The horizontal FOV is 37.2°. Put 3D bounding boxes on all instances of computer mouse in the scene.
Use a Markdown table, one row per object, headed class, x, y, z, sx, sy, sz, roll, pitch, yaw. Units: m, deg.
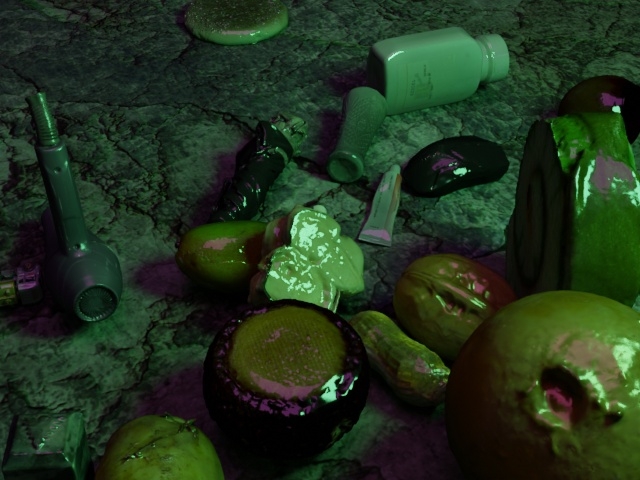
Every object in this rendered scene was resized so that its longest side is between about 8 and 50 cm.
| class | x | y | z | sx | sy | sz | roll | pitch | yaw |
| --- | --- | --- | --- | --- | --- | --- | --- | --- | --- |
| computer mouse | 0.261 | -0.153 | 1.838 | 0.217 | 0.073 | 0.122 | -17 | 45 | -25 |

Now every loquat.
| class | x | y | z | sx | sy | sz | roll | pitch | yaw |
| --- | --- | --- | --- | --- | --- | --- | --- | --- | --- |
| loquat | 0.314 | 0.219 | 1.194 | 0.328 | 0.328 | 0.328 | 1 | 39 | -1 |

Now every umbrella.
| class | x | y | z | sx | sy | sz | roll | pitch | yaw |
| --- | --- | --- | --- | --- | --- | --- | --- | --- | --- |
| umbrella | -0.129 | -0.123 | 1.762 | 0.106 | 0.113 | 0.358 | 30 | 43 | 0 |

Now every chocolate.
| class | x | y | z | sx | sy | sz | roll | pitch | yaw |
| --- | --- | --- | --- | --- | --- | --- | --- | --- | --- |
| chocolate | 0.562 | -0.251 | 1.919 | 0.176 | 0.177 | 0.177 | 1 | 39 | -1 |

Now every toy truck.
| class | x | y | z | sx | sy | sz | roll | pitch | yaw |
| --- | --- | --- | --- | --- | --- | --- | --- | --- | --- |
| toy truck | -0.514 | 0.081 | 1.549 | 0.123 | 0.052 | 0.063 | -9 | 45 | -11 |

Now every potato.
| class | x | y | z | sx | sy | sz | roll | pitch | yaw |
| --- | --- | --- | --- | --- | --- | --- | --- | --- | --- |
| potato | -0.198 | 0.339 | 1.172 | 0.173 | 0.140 | 0.300 | 21 | 34 | -25 |

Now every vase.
| class | x | y | z | sx | sy | sz | roll | pitch | yaw |
| --- | --- | --- | --- | --- | --- | --- | --- | --- | --- |
| vase | 0.068 | -0.206 | 1.887 | 0.096 | 0.096 | 0.219 | 9 | 43 | 9 |

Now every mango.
| class | x | y | z | sx | sy | sz | roll | pitch | yaw |
| --- | --- | --- | --- | --- | --- | --- | --- | --- | --- |
| mango | -0.125 | 0.028 | 1.581 | 0.232 | 0.111 | 0.125 | 4 | 74 | -24 |

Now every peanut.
| class | x | y | z | sx | sy | sz | roll | pitch | yaw |
| --- | --- | --- | --- | --- | --- | --- | --- | --- | --- |
| peanut | 0.115 | 0.178 | 1.424 | 0.087 | 0.087 | 0.206 | -27 | 45 | -30 |

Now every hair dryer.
| class | x | y | z | sx | sy | sz | roll | pitch | yaw |
| --- | --- | --- | --- | --- | --- | --- | --- | --- | --- |
| hair dryer | -0.409 | -0.075 | 1.509 | 0.121 | 0.361 | 0.301 | -15 | 35 | -19 |

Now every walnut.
| class | x | y | z | sx | sy | sz | roll | pitch | yaw |
| --- | --- | --- | --- | --- | --- | --- | --- | --- | --- |
| walnut | 0.211 | 0.104 | 1.464 | 0.206 | 0.159 | 0.159 | 29 | 46 | 20 |

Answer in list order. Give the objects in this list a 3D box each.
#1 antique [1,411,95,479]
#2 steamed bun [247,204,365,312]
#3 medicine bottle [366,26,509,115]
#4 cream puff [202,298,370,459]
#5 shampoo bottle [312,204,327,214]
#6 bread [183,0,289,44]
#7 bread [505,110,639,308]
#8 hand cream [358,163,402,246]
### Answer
| class | x | y | z | sx | sy | sz | roll | pitch | yaw |
| --- | --- | --- | --- | --- | --- | --- | --- | --- | --- |
| antique | -0.334 | 0.296 | 1.187 | 0.088 | 0.183 | 0.086 | -3 | 40 | -4 |
| steamed bun | -0.023 | 0.053 | 1.521 | 0.192 | 0.106 | 0.178 | 27 | 68 | -24 |
| medicine bottle | 0.249 | -0.368 | 2.029 | 0.296 | 0.161 | 0.111 | -14 | 43 | -16 |
| cream puff | -0.047 | 0.197 | 1.330 | 0.239 | 0.165 | 0.239 | 1 | 44 | -1 |
| shampoo bottle | 0.000 | 0.000 | 1.665 | 0.034 | 0.049 | 0.141 | 0 | 41 | -3 |
| bread | -0.205 | -0.556 | 2.342 | 0.267 | 0.040 | 0.267 | 1 | 39 | -1 |
| bread | 0.379 | -0.006 | 1.438 | 0.129 | 0.382 | 0.366 | 2 | 84 | -2 |
| hand cream | 0.122 | -0.067 | 1.765 | 0.052 | 0.038 | 0.216 | -9 | 40 | 27 |
